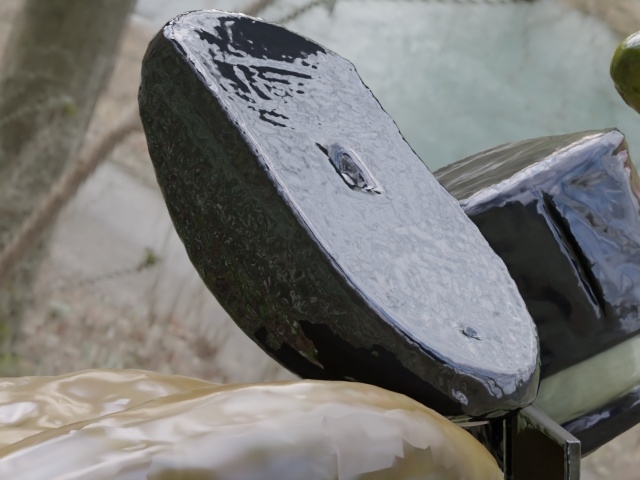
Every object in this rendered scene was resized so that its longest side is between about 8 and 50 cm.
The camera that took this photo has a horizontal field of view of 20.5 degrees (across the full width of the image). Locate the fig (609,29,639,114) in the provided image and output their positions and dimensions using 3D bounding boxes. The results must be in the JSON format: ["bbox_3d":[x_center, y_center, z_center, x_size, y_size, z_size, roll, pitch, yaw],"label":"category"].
[{"bbox_3d":[0.342,-0.171,1.612,0.093,0.166,0.093,38,38,-37],"label":"fig"}]

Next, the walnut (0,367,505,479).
[{"bbox_3d":[-0.087,0.214,0.666,0.383,0.383,0.383,19,20,-7],"label":"walnut"}]

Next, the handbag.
[{"bbox_3d":[0.130,0.037,1.083,0.181,0.181,0.254,-27,6,-14],"label":"handbag"}]

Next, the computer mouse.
[{"bbox_3d":[0.000,0.000,0.849,0.137,0.086,0.270,4,42,-45],"label":"computer mouse"}]

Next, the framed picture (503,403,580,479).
[{"bbox_3d":[0.114,0.163,0.920,0.011,0.149,0.109,-3,9,-9],"label":"framed picture"}]
